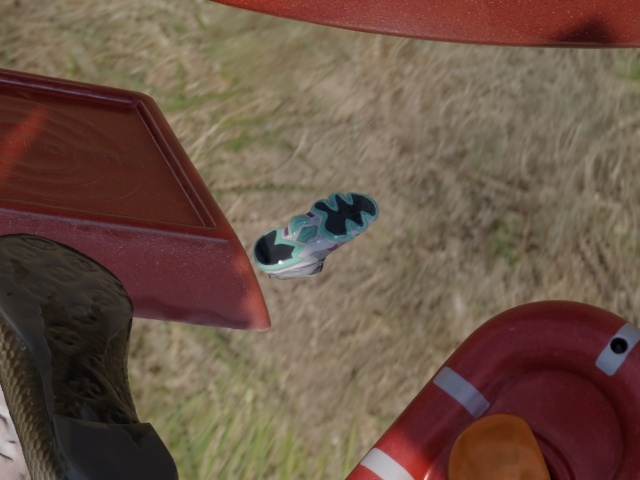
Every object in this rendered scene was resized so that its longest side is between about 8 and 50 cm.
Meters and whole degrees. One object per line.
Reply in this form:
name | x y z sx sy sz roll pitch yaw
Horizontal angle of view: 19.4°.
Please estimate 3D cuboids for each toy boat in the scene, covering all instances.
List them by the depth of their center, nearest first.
toy boat | 0.098 0.131 0.991 0.151 0.151 0.231 38 76 15

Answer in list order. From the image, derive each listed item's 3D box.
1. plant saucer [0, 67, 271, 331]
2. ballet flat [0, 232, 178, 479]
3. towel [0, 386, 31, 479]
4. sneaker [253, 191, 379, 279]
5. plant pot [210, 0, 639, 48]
plant saucer | -0.175 -0.043 1.106 0.258 0.259 0.047 8 114 -25
ballet flat | -0.122 0.073 0.900 0.084 0.250 0.058 10 116 -25
towel | -0.308 0.157 0.941 0.317 0.332 0.053 -5 120 8
sneaker | 0.000 0.000 1.383 0.098 0.069 0.038 -23 70 2
plant pot | 0.100 -0.248 0.932 0.236 0.267 0.267 22 65 10
